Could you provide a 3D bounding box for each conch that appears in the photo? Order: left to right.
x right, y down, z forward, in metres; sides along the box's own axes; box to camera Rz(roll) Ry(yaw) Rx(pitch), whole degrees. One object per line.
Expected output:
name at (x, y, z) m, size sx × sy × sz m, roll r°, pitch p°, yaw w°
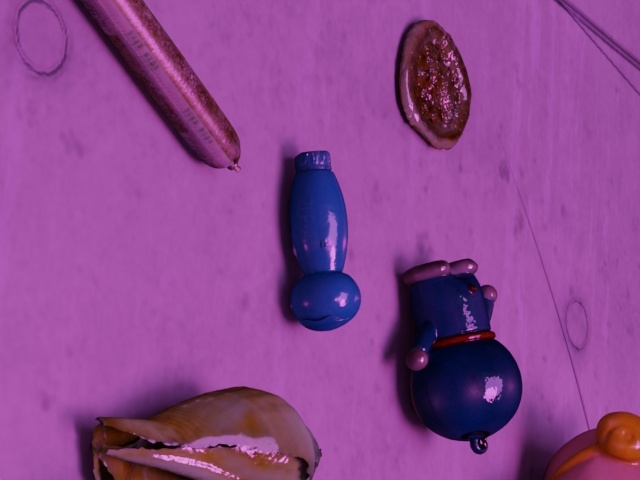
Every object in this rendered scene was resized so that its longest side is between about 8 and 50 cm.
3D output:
conch at (-0.061, 0.141, 1.158) m, size 0.201 × 0.079 × 0.095 m, roll -6°, pitch 103°, yaw -40°

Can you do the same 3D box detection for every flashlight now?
flashlight at (0.000, 0.000, 1.297) m, size 0.051 × 0.051 × 0.129 m, roll 4°, pitch 79°, yaw -56°

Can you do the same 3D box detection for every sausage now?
sausage at (-0.119, -0.134, 1.152) m, size 0.269 × 0.033 × 0.033 m, roll 55°, pitch 43°, yaw -36°

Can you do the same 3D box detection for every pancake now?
pancake at (0.094, -0.125, 1.490) m, size 0.108 × 0.017 × 0.108 m, roll 6°, pitch 82°, yaw -53°

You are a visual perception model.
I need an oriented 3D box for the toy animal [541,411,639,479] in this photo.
toy animal at (0.229, 0.243, 1.525) m, size 0.248 × 0.149 × 0.165 m, roll -40°, pitch 105°, yaw -44°

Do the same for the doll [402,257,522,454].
doll at (0.108, 0.091, 1.421) m, size 0.114 × 0.085 × 0.152 m, roll -6°, pitch 78°, yaw -43°
